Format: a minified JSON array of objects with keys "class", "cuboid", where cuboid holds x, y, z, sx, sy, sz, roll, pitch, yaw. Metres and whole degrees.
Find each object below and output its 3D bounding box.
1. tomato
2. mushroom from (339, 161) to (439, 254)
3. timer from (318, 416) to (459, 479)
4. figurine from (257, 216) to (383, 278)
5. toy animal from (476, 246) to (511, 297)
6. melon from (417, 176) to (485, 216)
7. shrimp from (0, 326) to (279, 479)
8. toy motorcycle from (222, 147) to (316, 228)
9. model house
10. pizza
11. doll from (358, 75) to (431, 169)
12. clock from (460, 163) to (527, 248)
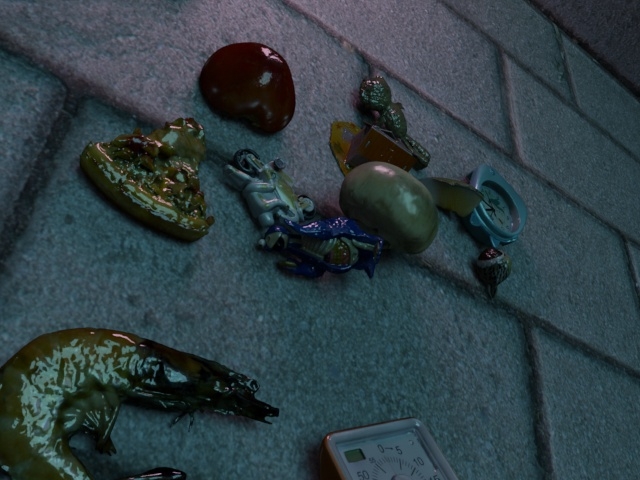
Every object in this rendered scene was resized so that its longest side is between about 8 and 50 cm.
[{"class":"tomato","cuboid":[-0.147,-0.372,1.316,0.233,0.139,0.200,15,50,-32]},{"class":"mushroom","cuboid":[0.143,-0.046,1.315,0.260,0.254,0.234,36,84,-12]},{"class":"timer","cuboid":[0.131,0.460,1.036,0.257,0.161,0.250,4,55,-38]},{"class":"figurine","cuboid":[0.004,0.005,1.202,0.262,0.164,0.120,16,49,-16]},{"class":"toy animal","cuboid":[0.480,0.085,1.599,0.098,0.098,0.137,25,73,-26]},{"class":"melon","cuboid":[0.366,-0.139,1.655,0.203,0.093,0.139,18,20,4]},{"class":"shrimp","cuboid":[-0.262,0.279,0.874,0.445,0.085,0.272,14,62,-30]},{"class":"toy motorcycle","cuboid":[-0.110,-0.097,1.230,0.229,0.074,0.151,39,50,-18]},{"class":"model house","cuboid":[0.143,-0.252,1.485,0.219,0.136,0.207,33,50,-20]},{"class":"pizza","cuboid":[-0.282,-0.119,1.103,0.251,0.074,0.288,54,46,-3]},{"class":"doll","cuboid":[0.218,-0.344,1.647,0.286,0.091,0.202,30,59,-25]},{"class":"clock","cuboid":[0.509,-0.088,1.723,0.223,0.094,0.274,46,47,-8]}]
